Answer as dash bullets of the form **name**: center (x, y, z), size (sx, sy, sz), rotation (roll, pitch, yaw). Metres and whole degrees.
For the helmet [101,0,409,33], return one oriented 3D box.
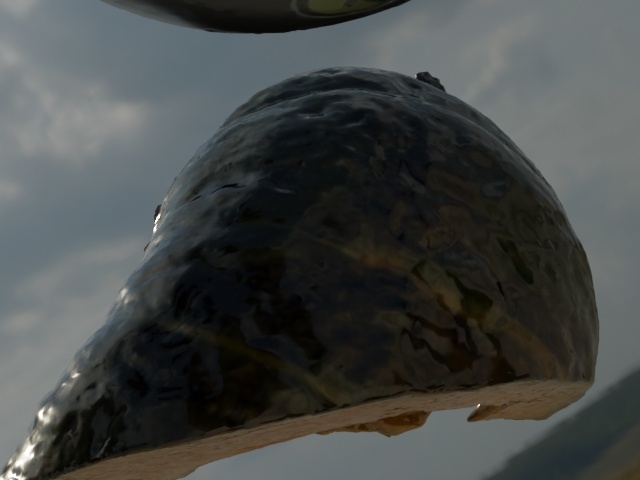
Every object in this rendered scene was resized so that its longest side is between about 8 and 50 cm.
- **helmet**: center (0.002, -0.153, 0.497), size (0.230, 0.160, 0.279), rotation (-44, 19, 18)

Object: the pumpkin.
- **pumpkin**: center (-0.001, -0.001, 0.738), size (0.278, 0.163, 0.111), rotation (-8, -13, -25)
